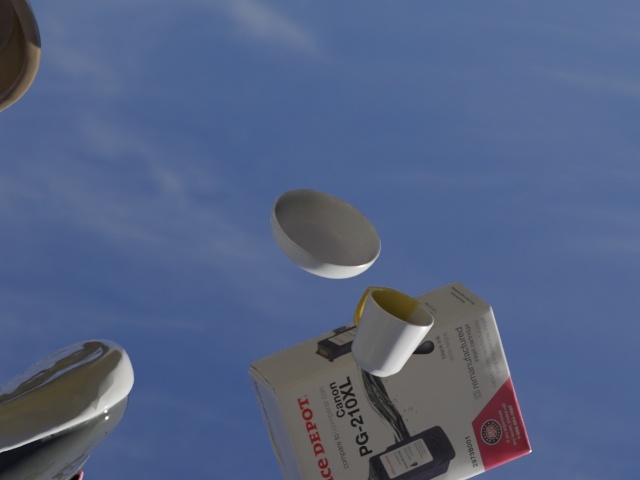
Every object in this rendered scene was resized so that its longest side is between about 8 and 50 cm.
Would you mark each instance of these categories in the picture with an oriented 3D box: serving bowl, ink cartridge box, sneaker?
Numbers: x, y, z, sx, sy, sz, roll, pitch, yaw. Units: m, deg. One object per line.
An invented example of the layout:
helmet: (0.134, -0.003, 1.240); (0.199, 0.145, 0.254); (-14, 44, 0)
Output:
serving bowl: (0.000, 0.000, 1.423); (0.083, 0.027, 0.083); (19, -147, -13)
ink cartridge box: (0.069, 0.168, 1.996); (0.237, 0.172, 0.100); (-21, -161, -11)
sneaker: (-0.146, 0.150, 0.898); (0.104, 0.296, 0.147); (-29, -93, -46)

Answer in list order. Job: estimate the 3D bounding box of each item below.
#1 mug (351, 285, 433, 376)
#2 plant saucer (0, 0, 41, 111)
mug: (0.059, 0.081, 1.743); (0.062, 0.064, 0.078); (24, -159, -3)
plant saucer: (-0.319, -0.170, 1.336); (0.278, 0.278, 0.041); (13, -121, 1)
